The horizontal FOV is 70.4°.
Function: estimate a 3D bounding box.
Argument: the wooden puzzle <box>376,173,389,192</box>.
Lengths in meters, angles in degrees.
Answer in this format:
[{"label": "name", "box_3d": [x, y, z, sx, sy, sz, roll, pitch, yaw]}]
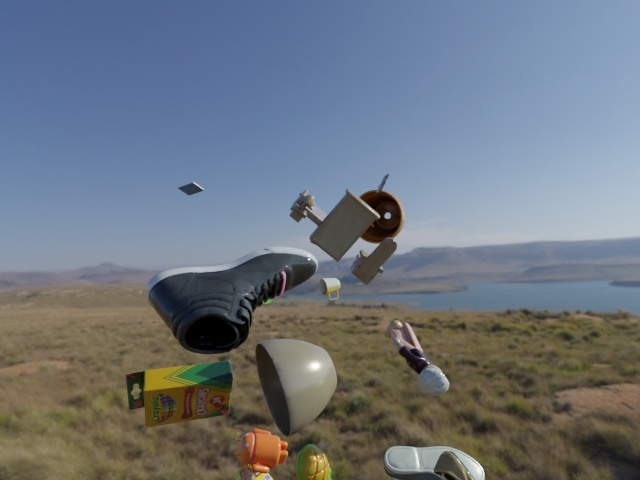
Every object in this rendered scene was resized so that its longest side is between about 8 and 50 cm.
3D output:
[{"label": "wooden puzzle", "box_3d": [0.160, -0.146, 1.171, 0.006, 0.049, 0.083, 27, 3, -3]}]

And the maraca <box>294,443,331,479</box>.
[{"label": "maraca", "box_3d": [-0.016, 0.726, 1.424, 0.099, 0.186, 0.127, -14, 27, 35]}]

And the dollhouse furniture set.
[{"label": "dollhouse furniture set", "box_3d": [0.079, -0.070, 1.397, 0.303, 0.174, 0.355, 39, 13, -9]}]

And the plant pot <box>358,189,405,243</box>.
[{"label": "plant pot", "box_3d": [0.247, -0.096, 1.799, 0.205, 0.205, 0.188, -5, 2, 25]}]

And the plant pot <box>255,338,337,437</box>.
[{"label": "plant pot", "box_3d": [-0.062, 0.423, 1.387, 0.190, 0.284, 0.284, -13, 0, -23]}]

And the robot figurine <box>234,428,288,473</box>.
[{"label": "robot figurine", "box_3d": [-0.246, 0.865, 1.870, 0.219, 0.158, 0.128, 14, -23, -14]}]

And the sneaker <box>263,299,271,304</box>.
[{"label": "sneaker", "box_3d": [-0.250, 0.167, 1.848, 0.123, 0.109, 0.295, -37, -36, -3]}]

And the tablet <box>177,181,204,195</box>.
[{"label": "tablet", "box_3d": [-0.448, -0.178, 1.568, 0.083, 0.006, 0.054, -11, -33, 34]}]

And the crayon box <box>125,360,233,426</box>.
[{"label": "crayon box", "box_3d": [-0.451, 0.496, 1.459, 0.318, 0.202, 0.081, -2, 39, -19]}]

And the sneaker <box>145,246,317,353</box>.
[{"label": "sneaker", "box_3d": [-0.114, 0.099, 0.733, 0.295, 0.105, 0.147, -10, 39, -29]}]

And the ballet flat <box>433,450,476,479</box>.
[{"label": "ballet flat", "box_3d": [0.364, 0.613, 1.077, 0.073, 0.232, 0.080, -34, -26, -28]}]

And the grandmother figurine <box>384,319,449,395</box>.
[{"label": "grandmother figurine", "box_3d": [0.318, 0.387, 1.507, 0.207, 0.104, 0.342, 30, 9, -21]}]

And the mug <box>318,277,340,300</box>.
[{"label": "mug", "box_3d": [0.035, 0.168, 1.615, 0.064, 0.078, 0.062, -9, 14, -30]}]

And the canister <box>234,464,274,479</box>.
[{"label": "canister", "box_3d": [-0.266, 1.022, 1.911, 0.170, 0.073, 0.126, 39, 31, 25]}]

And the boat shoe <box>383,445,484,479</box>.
[{"label": "boat shoe", "box_3d": [0.361, 0.743, 1.474, 0.319, 0.099, 0.116, 7, 39, 2]}]

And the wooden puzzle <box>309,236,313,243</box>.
[{"label": "wooden puzzle", "box_3d": [0.000, 0.000, 1.922, 0.116, 0.014, 0.078, 20, -48, -38]}]
